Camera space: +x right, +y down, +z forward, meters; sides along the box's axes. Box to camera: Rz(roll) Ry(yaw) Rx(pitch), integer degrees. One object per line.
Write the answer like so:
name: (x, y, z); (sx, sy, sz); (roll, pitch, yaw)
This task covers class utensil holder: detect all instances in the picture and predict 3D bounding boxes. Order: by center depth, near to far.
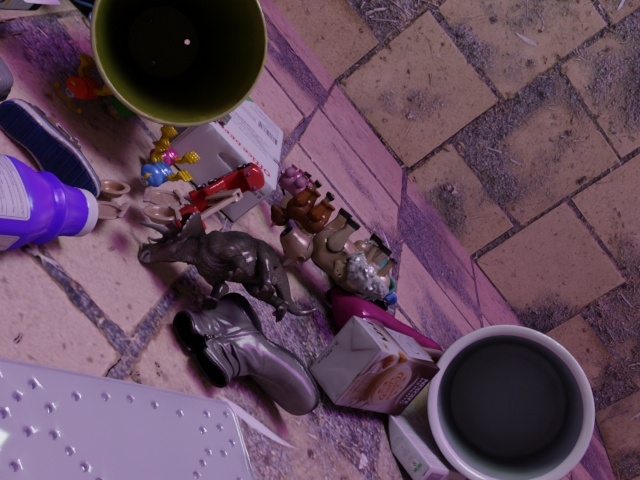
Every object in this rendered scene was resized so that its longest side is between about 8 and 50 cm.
utensil holder: (0.416, 0.365, 1.601); (0.327, 0.327, 0.385); (60, 6, 16)

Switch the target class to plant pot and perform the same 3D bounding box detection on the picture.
plant pot: (-0.263, -0.348, 1.250); (0.275, 0.275, 0.293); (46, -4, -23)

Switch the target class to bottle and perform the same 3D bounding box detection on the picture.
bottle: (-0.387, -0.047, 0.843); (0.118, 0.092, 0.283); (61, 20, 16)

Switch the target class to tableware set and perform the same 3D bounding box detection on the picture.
tableware set: (-0.283, -0.061, 1.098); (0.169, 0.020, 0.141); (7, 24, -17)

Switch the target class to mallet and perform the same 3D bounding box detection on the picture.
mallet: (0.077, 0.169, 1.659); (0.039, 0.062, 0.189); (-96, 160, -52)

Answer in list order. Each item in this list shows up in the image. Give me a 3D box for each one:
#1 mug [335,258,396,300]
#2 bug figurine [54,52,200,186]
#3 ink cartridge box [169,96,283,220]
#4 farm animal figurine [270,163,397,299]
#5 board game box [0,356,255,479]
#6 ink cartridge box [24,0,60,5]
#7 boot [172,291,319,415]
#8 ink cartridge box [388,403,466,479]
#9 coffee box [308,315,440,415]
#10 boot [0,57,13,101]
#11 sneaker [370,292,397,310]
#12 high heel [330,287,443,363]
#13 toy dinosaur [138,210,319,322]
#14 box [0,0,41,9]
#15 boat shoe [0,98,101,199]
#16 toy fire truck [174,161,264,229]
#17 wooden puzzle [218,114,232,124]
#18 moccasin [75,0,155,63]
mug: (0.111, 0.085, 1.690); (0.158, 0.129, 0.097); (5, 45, -5)
bug figurine: (-0.326, -0.192, 1.252); (0.279, 0.072, 0.216); (50, 13, 1)
ink cartridge box: (-0.195, -0.207, 1.500); (0.211, 0.121, 0.289); (45, 22, -22)
farm animal figurine: (0.000, 0.000, 1.544); (0.327, 0.172, 0.330); (40, 8, -4)
board game box: (-0.184, 0.333, 0.755); (0.390, 0.050, 0.390); (29, 31, -51)
ink cartridge box: (-0.458, -0.448, 1.079); (0.180, 0.060, 0.104); (52, 19, -5)
boot: (-0.120, 0.197, 1.105); (0.246, 0.083, 0.161); (49, 24, 6)
ink cartridge box: (0.193, 0.420, 1.513); (0.181, 0.056, 0.224); (31, 12, -48)
coffee box: (0.112, 0.251, 1.402); (0.246, 0.141, 0.098); (25, 18, -51)
boot: (-0.489, -0.367, 0.937); (0.338, 0.223, 0.118); (50, 19, -12)
sneaker: (0.151, 0.156, 1.796); (0.152, 0.058, 0.084); (28, 27, -44)
high heel: (0.164, 0.208, 1.659); (0.377, 0.127, 0.181); (30, 27, -56)
toy dinosaur: (-0.121, 0.037, 1.135); (0.313, 0.121, 0.160); (13, 40, -29)
box: (-0.517, -0.431, 1.158); (0.060, 0.100, 0.244); (52, 19, -5)
boat shoe: (-0.381, -0.136, 1.041); (0.183, 0.066, 0.066); (51, 19, -11)
toy fire truck: (-0.181, -0.079, 1.295); (0.047, 0.192, 0.135); (67, -14, -21)
wooden puzzle: (-0.195, -0.247, 1.378); (0.049, 0.006, 0.083); (44, 22, -14)
moccasin: (-0.392, -0.476, 1.472); (0.342, 0.138, 0.117); (29, 36, -49)
